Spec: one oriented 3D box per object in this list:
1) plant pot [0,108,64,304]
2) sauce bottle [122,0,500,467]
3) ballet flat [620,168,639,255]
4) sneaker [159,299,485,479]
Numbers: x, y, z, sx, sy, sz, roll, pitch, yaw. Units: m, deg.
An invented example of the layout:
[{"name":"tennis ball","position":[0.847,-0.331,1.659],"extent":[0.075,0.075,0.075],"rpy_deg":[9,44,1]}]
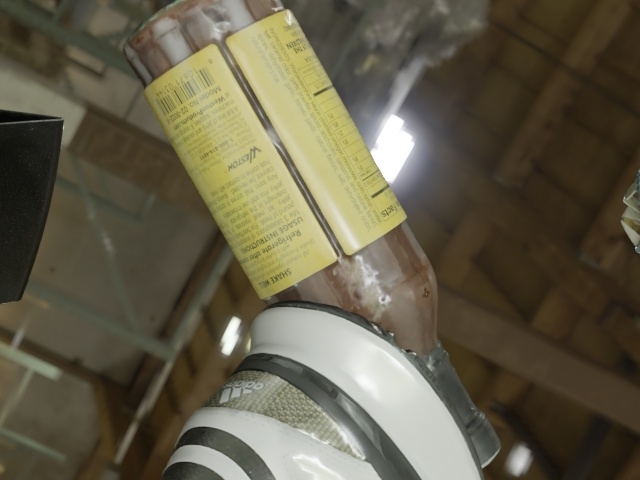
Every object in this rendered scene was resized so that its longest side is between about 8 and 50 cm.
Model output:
[{"name":"plant pot","position":[-0.348,-0.027,1.431],"extent":[0.187,0.188,0.167],"rpy_deg":[11,-74,46]},{"name":"sauce bottle","position":[0.000,0.000,1.031],"extent":[0.111,0.344,0.111],"rpy_deg":[-28,-177,1]},{"name":"ballet flat","position":[0.347,-0.029,1.706],"extent":[0.188,0.070,0.070],"rpy_deg":[82,25,-63]},{"name":"sneaker","position":[0.032,0.276,0.938],"extent":[0.169,0.447,0.257],"rpy_deg":[-6,-142,49]}]
